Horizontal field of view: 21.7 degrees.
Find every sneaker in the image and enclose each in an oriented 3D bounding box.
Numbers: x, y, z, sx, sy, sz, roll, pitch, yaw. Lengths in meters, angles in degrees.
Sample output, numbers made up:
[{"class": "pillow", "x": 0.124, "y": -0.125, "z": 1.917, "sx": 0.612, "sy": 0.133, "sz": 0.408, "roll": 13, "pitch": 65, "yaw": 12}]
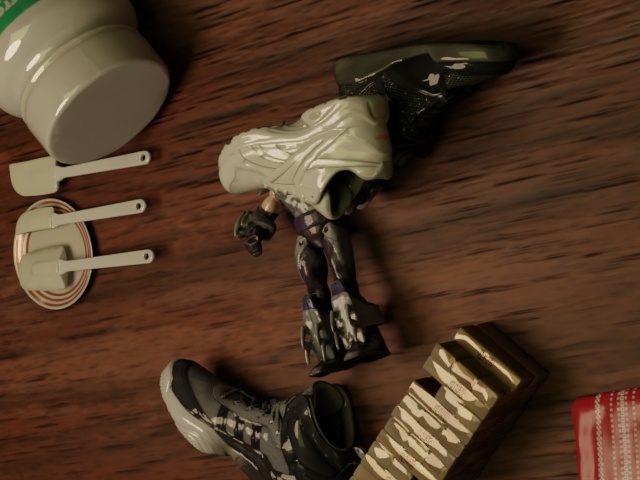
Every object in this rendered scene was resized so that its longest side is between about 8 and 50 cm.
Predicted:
[{"class": "sneaker", "x": -0.056, "y": 0.196, "z": 1.880, "sx": 0.268, "sy": 0.101, "sz": 0.153, "roll": 44, "pitch": 117, "yaw": 19}, {"class": "sneaker", "x": 0.114, "y": -0.142, "z": 1.734, "sx": 0.227, "sy": 0.087, "sz": 0.130, "roll": -8, "pitch": 91, "yaw": 39}, {"class": "sneaker", "x": -0.018, "y": -0.072, "z": 1.743, "sx": 0.232, "sy": 0.090, "sz": 0.115, "roll": -20, "pitch": 80, "yaw": 43}]

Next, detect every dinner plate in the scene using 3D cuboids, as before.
[{"class": "dinner plate", "x": -0.336, "y": 0.017, "z": 2.118, "sx": 0.141, "sy": 0.017, "sz": 0.141, "roll": 4, "pitch": 96, "yaw": 35}]

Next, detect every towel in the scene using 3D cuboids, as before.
[{"class": "towel", "x": 0.356, "y": 0.231, "z": 1.581, "sx": 0.275, "sy": 0.031, "sz": 0.199, "roll": -14, "pitch": 73, "yaw": 43}]

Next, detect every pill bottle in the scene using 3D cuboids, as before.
[{"class": "pill bottle", "x": -0.346, "y": -0.276, "z": 1.985, "sx": 0.361, "sy": 0.204, "sz": 0.204, "roll": 50, "pitch": 120, "yaw": 22}]

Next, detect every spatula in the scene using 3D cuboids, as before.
[{"class": "spatula", "x": -0.294, "y": -0.026, "z": 2.066, "sx": 0.242, "sy": 0.019, "sz": 0.168, "roll": -6, "pitch": 84, "yaw": 35}]

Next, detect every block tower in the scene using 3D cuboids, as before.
[{"class": "block tower", "x": 0.104, "y": 0.245, "z": 1.770, "sx": 0.097, "sy": 0.091, "sz": 0.335, "roll": 41, "pitch": 116, "yaw": 27}]

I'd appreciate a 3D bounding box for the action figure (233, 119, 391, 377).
[{"class": "action figure", "x": 0.000, "y": 0.000, "z": 1.823, "sx": 0.185, "sy": 0.099, "sz": 0.285, "roll": -24, "pitch": 77, "yaw": 40}]
